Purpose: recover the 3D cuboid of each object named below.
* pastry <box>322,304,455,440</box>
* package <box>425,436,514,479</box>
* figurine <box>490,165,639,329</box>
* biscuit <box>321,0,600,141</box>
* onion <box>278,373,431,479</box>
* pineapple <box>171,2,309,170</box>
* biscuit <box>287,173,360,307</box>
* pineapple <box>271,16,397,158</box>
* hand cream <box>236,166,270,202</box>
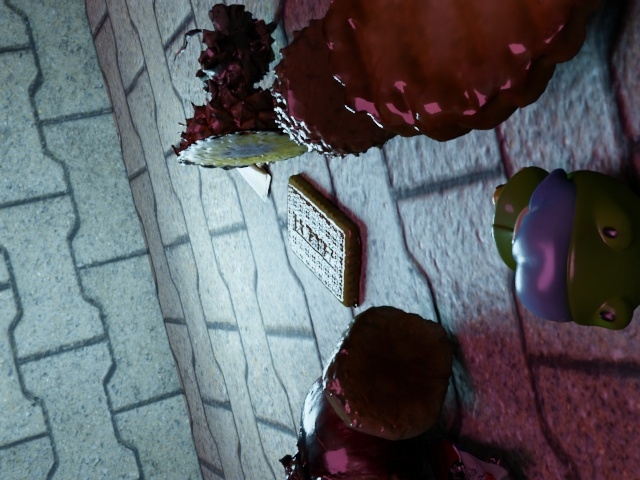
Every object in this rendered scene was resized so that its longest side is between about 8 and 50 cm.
[{"bbox_3d":[0.098,0.193,1.253,0.093,0.182,0.192,125,165,-72],"label":"pastry"},{"bbox_3d":[0.236,0.373,1.238,0.269,0.071,0.194,113,142,-74],"label":"package"},{"bbox_3d":[0.254,-0.003,0.904,0.263,0.143,0.162,-123,33,-71],"label":"figurine"},{"bbox_3d":[0.147,-0.259,0.894,0.325,0.107,0.326,-8,78,40],"label":"biscuit"},{"bbox_3d":[0.054,0.356,1.403,0.314,0.232,0.314,-15,-90,-89],"label":"onion"},{"bbox_3d":[-0.146,-0.284,1.538,0.262,0.262,0.272,154,112,-66],"label":"pineapple"},{"bbox_3d":[0.000,0.000,1.576,0.254,0.029,0.172,43,140,49],"label":"biscuit"},{"bbox_3d":[0.021,-0.213,1.259,0.362,0.202,0.202,-165,62,-84],"label":"pineapple"},{"bbox_3d":[-0.158,-0.162,1.818,0.174,0.047,0.076,49,145,29],"label":"hand cream"}]
